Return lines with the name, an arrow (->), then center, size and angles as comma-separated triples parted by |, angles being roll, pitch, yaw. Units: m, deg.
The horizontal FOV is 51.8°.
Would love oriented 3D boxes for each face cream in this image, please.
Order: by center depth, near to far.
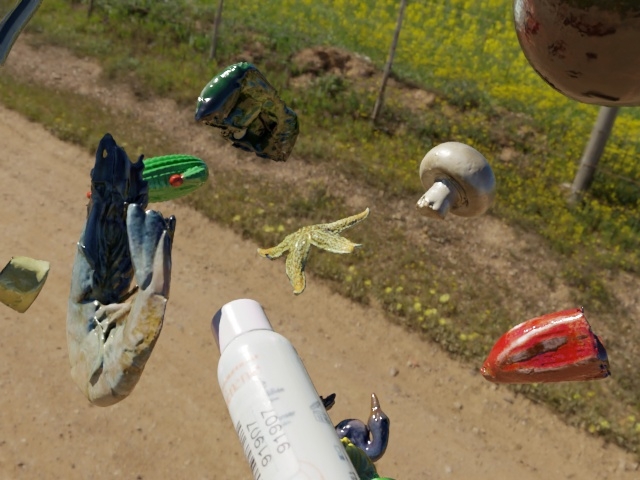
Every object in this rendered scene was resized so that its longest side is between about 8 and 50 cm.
face cream -> -0.034, 0.160, 0.576 | 0.081, 0.082, 0.269 | -3, 41, -30

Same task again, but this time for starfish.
starfish -> 0.000, 0.000, 0.978 | 0.175, 0.053, 0.208 | -30, 24, -17

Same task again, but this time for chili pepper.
chili pepper -> -0.141, -0.248, 1.291 | 0.116, 0.148, 0.264 | 43, 6, 34
chili pepper -> 0.441, 0.226, 1.338 | 0.252, 0.144, 0.136 | -17, 49, 23

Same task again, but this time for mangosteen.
mangosteen -> 0.380, -0.315, 0.782 | 0.329, 0.330, 0.330 | 11, 25, -5

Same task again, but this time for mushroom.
mushroom -> 0.316, -0.129, 1.604 | 0.204, 0.204, 0.204 | 11, 25, -5

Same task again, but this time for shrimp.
shrimp -> -0.204, 0.023, 0.679 | 0.075, 0.289, 0.178 | 22, -19, -41

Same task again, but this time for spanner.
spanner -> -0.344, -0.333, 0.754 | 0.095, 0.040, 0.325 | 38, 51, -37

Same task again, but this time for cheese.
cheese -> -0.400, 0.047, 0.885 | 0.060, 0.041, 0.084 | 36, 48, -25

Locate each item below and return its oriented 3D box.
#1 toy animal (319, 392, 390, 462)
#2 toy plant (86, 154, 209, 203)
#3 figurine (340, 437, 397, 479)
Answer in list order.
toy animal -> 0.006, 0.410, 1.323 | 0.122, 0.298, 0.185 | 38, 17, -54
toy plant -> -0.336, -0.117, 1.295 | 0.240, 0.088, 0.154 | -13, 16, -17
figurine -> 0.037, 0.292, 0.829 | 0.156, 0.095, 0.115 | -9, 9, 46
